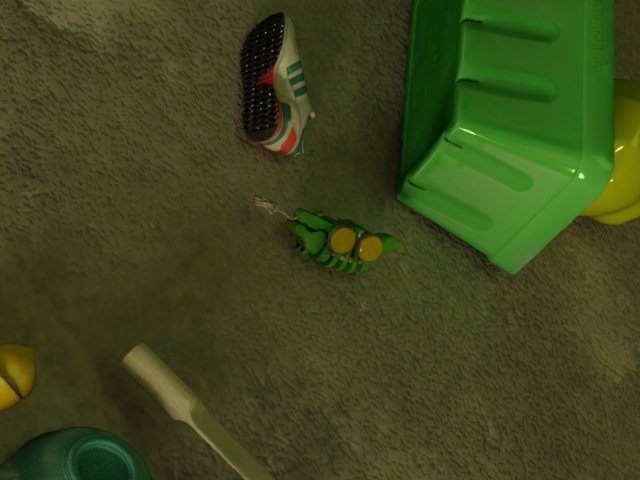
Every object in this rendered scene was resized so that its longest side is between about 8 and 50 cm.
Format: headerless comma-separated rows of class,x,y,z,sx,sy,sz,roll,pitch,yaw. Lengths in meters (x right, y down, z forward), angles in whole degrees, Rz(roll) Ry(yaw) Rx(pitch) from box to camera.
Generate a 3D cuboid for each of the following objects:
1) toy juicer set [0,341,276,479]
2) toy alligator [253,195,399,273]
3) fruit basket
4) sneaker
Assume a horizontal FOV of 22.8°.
toy juicer set,-0.210,0.181,1.321,0.329,0.089,0.209,-10,58,-41
toy alligator,0.000,0.000,1.616,0.189,0.056,0.051,16,100,-37
fruit basket,0.281,-0.146,1.812,0.392,0.283,0.392,11,60,-19
sneaker,-0.041,-0.159,1.661,0.075,0.057,0.161,35,46,-46
